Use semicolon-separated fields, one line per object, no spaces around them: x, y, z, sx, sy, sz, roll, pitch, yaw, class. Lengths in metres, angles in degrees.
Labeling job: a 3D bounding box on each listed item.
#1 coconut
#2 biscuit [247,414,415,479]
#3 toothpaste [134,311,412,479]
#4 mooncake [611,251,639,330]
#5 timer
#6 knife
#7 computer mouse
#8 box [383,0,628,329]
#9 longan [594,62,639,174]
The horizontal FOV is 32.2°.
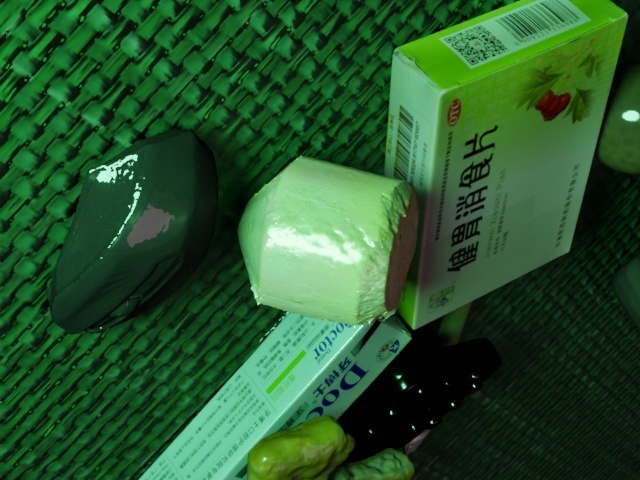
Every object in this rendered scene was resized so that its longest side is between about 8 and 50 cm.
0.000;0.000;0.776;0.116;0.122;0.116;13;90;-74;coconut
0.008;0.201;0.940;0.174;0.039;0.183;-19;143;-20;biscuit
-0.068;0.173;0.936;0.336;0.067;0.081;-48;147;9;toothpaste
0.432;0.016;1.086;0.306;0.154;0.306;-31;166;-9;mooncake
0.070;0.151;1.027;0.144;0.055;0.187;-8;150;-42;timer
0.111;0.127;1.098;0.047;0.017;0.298;-21;143;-24;knife
-0.116;0.006;0.718;0.099;0.057;0.172;-1;130;-52;computer mouse
0.137;-0.062;0.882;0.175;0.062;0.260;-25;142;-22;box
0.269;-0.098;0.929;0.113;0.113;0.092;37;75;-54;longan
